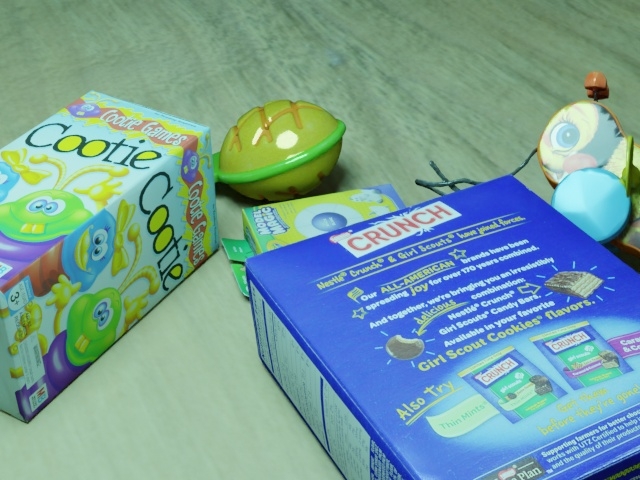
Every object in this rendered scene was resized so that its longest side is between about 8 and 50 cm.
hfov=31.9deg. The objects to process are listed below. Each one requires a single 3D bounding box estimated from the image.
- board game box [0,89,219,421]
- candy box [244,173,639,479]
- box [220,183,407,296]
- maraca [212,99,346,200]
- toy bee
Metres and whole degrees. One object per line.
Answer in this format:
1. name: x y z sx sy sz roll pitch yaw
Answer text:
1. board game box: -0.227 0.002 0.985 0.142 0.144 0.275 19 41 24
2. candy box: 0.128 0.099 0.861 0.268 0.122 0.317 -18 40 -21
3. box: 0.000 0.000 1.071 0.179 0.043 0.105 -12 37 -13
4. maraca: -0.058 -0.089 1.155 0.185 0.099 0.127 -10 21 35
5. toy bee: 0.261 -0.068 1.029 0.298 0.162 0.195 24 -1 -1
